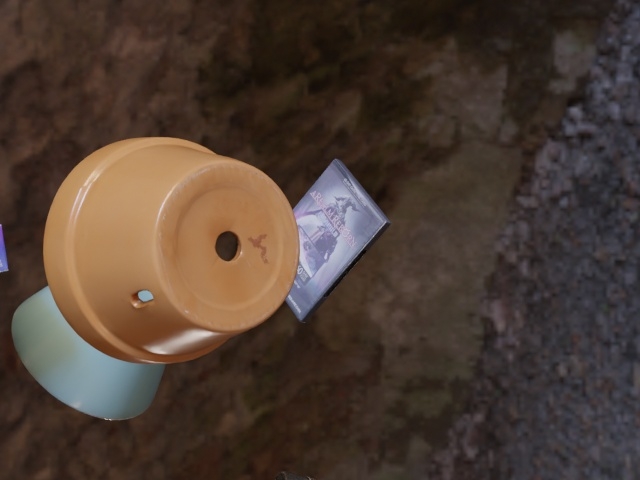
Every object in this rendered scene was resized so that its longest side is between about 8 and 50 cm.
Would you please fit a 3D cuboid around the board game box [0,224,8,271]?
[{"bbox_3d":[-0.687,0.018,1.751,0.233,0.347,0.078,27,126,58],"label":"board game box"}]

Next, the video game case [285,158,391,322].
[{"bbox_3d":[0.000,0.000,2.268,0.274,0.026,0.196,-51,54,19],"label":"video game case"}]

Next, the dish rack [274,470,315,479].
[{"bbox_3d":[-0.100,0.532,1.903,0.271,0.074,0.208,-50,24,13],"label":"dish rack"}]

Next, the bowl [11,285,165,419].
[{"bbox_3d":[-0.397,0.164,2.115,0.163,0.311,0.311,-48,24,24],"label":"bowl"}]

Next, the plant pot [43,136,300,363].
[{"bbox_3d":[-0.162,0.009,1.376,0.203,0.291,0.291,-4,84,55],"label":"plant pot"}]
